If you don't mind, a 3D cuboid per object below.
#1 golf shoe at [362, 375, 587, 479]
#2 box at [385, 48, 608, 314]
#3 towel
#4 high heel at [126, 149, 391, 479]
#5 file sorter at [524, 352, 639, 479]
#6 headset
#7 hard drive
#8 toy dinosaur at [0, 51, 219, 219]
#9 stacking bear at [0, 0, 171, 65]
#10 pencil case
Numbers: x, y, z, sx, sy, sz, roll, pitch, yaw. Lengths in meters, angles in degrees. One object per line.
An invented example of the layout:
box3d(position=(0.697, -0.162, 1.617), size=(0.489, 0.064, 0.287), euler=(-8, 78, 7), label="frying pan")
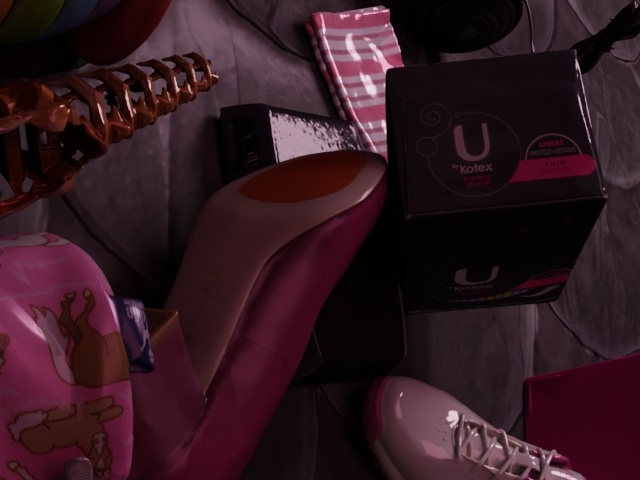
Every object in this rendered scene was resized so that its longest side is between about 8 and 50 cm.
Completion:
box3d(position=(0.166, 0.212, 0.973), size=(0.306, 0.140, 0.115), euler=(41, 46, -29), label="golf shoe")
box3d(position=(0.148, -0.040, 0.952), size=(0.270, 0.165, 0.143), euler=(77, 7, -69), label="box")
box3d(position=(0.063, -0.157, 1.120), size=(0.144, 0.029, 0.197), euler=(-23, 91, -53), label="towel")
box3d(position=(-0.049, 0.069, 0.793), size=(0.377, 0.127, 0.181), euler=(-39, 130, -42), label="high heel")
box3d(position=(0.355, 0.294, 1.116), size=(0.182, 0.202, 0.290), euler=(37, 46, -39), label="file sorter")
box3d(position=(0.207, -0.341, 1.261), size=(0.394, 0.185, 0.243), euler=(36, 46, -20), label="headset")
box3d(position=(0.000, 0.000, 0.941), size=(0.172, 0.054, 0.254), euler=(4, 70, -50), label="hard drive")
box3d(position=(-0.215, -0.047, 0.496), size=(0.322, 0.164, 0.218), euler=(6, 32, -36), label="toy dinosaur")
box3d(position=(-0.241, -0.197, 0.667), size=(0.289, 0.164, 0.175), euler=(-23, 91, -49), label="stacking bear")
box3d(position=(-0.262, 0.101, 0.446), size=(0.386, 0.167, 0.160), euler=(-13, 104, -44), label="pencil case")
